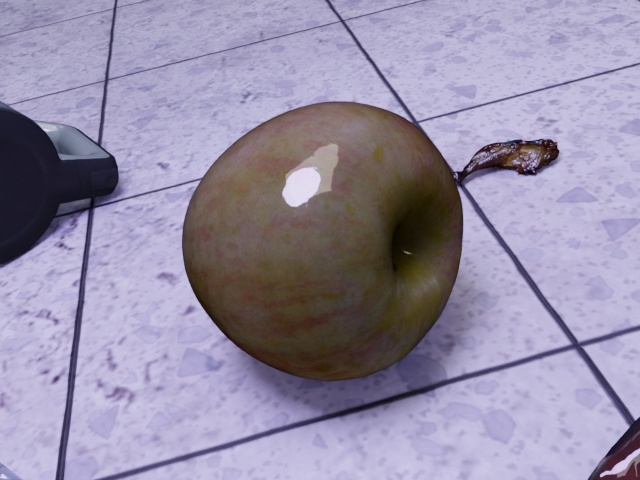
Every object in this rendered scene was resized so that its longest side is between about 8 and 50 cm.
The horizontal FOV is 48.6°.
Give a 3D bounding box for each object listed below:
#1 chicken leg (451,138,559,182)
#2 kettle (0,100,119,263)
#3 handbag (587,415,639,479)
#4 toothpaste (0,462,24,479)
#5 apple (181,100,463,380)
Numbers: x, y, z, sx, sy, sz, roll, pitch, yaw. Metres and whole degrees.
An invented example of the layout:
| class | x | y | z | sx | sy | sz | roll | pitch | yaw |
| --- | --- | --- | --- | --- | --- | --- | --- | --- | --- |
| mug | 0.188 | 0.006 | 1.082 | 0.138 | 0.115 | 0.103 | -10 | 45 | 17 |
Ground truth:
| class | x | y | z | sx | sy | sz | roll | pitch | yaw |
| --- | --- | --- | --- | --- | --- | --- | --- | --- | --- |
| chicken leg | 0.239 | -0.105 | 0.925 | 0.145 | 0.037 | 0.062 | -7 | 50 | 4 |
| kettle | -0.521 | -0.129 | 1.053 | 0.376 | 0.250 | 0.361 | 25 | 22 | 37 |
| handbag | 0.295 | 0.159 | 0.430 | 0.254 | 0.181 | 0.181 | -36 | 40 | -24 |
| toothpaste | -0.411 | 0.186 | 0.665 | 0.299 | 0.073 | 0.114 | 33 | 53 | 18 |
| apple | 0.000 | 0.000 | 0.670 | 0.234 | 0.257 | 0.257 | 6 | 38 | 46 |
